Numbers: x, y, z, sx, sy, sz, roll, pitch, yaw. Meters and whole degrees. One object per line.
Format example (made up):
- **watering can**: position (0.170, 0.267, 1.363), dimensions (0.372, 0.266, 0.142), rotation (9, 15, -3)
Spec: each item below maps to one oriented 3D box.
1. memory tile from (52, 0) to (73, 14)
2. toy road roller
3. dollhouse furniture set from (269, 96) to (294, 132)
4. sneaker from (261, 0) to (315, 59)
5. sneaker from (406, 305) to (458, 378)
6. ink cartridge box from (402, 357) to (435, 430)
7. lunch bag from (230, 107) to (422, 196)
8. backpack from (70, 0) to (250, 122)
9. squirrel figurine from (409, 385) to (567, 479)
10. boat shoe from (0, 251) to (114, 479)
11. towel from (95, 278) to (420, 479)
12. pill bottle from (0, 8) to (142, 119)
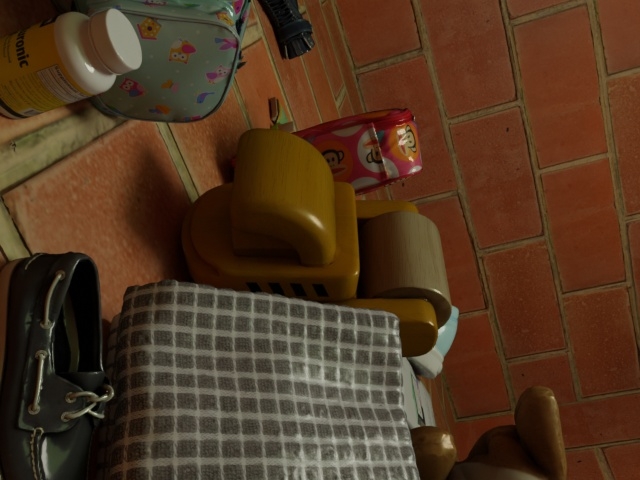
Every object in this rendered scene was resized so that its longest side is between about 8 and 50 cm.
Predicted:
- **memory tile**: position (-0.243, -0.262, 0.667), dimensions (0.148, 0.012, 0.113), rotation (44, 35, -64)
- **toy road roller**: position (0.000, 0.000, 0.735), dimensions (0.240, 0.330, 0.202), rotation (94, -3, -48)
- **dollhouse furniture set**: position (-0.062, -0.228, 1.250), dimensions (0.076, 0.059, 0.151), rotation (53, 27, -59)
- **sneaker**: position (-0.079, -0.514, 1.405), dimensions (0.226, 0.086, 0.163), rotation (-19, 92, -77)
- **sneaker**: position (0.061, 0.064, 0.971), dimensions (0.366, 0.135, 0.150), rotation (37, 68, -9)
- **ink cartridge box**: position (0.055, 0.268, 0.936), dimensions (0.278, 0.202, 0.117), rotation (56, 24, -54)
- **lunch bag**: position (0.019, -0.133, 0.996), dimensions (0.258, 0.294, 0.120), rotation (-59, 136, -76)
- **backpack**: position (-0.156, -0.195, 0.593), dimensions (0.188, 0.166, 0.144), rotation (123, -37, -60)
- **squirrel figurine**: position (0.123, 0.379, 0.768), dimensions (0.397, 0.371, 0.280), rotation (65, 20, -55)
- **boat shoe**: position (-0.185, 0.106, 0.432), dimensions (0.075, 0.065, 0.205), rotation (34, 45, -70)
- **towel**: position (-0.041, 0.164, 0.530), dimensions (0.284, 0.121, 0.234), rotation (10, 50, -26)
- **pill bottle**: position (-0.205, -0.142, 0.482), dimensions (0.065, 0.117, 0.065), rotation (-14, 90, -77)
